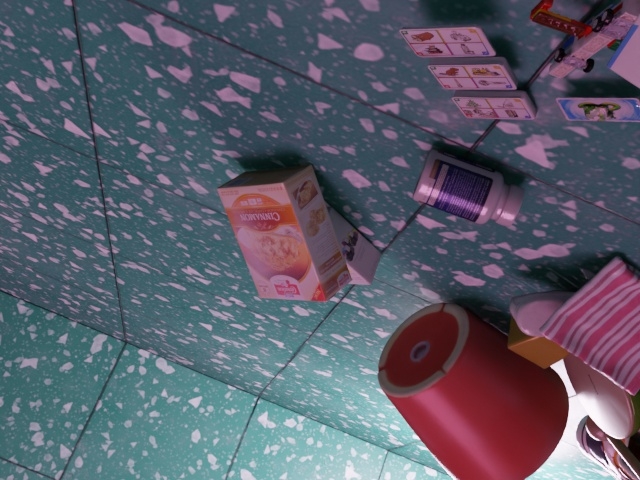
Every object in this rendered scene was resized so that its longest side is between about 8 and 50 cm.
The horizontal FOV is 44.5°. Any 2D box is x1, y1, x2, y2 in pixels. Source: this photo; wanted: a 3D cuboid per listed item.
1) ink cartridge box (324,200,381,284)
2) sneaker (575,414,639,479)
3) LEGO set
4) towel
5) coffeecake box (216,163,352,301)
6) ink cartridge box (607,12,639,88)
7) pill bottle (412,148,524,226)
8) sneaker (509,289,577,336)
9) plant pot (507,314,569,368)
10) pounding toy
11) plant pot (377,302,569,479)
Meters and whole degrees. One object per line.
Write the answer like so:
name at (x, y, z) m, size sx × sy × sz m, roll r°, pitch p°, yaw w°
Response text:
ink cartridge box at (0.000, 0.000, 1.228) m, size 0.104 × 0.061 × 0.181 m, roll -1°, pitch 148°, yaw 43°
sneaker at (0.669, 0.459, 1.580) m, size 0.321 × 0.126 × 0.127 m, roll 32°, pitch 161°, yaw -20°
LEGO set at (0.219, -0.166, 0.707) m, size 0.244 × 0.060 × 0.182 m, roll 8°, pitch 166°, yaw 34°
towel at (0.408, 0.118, 1.050) m, size 0.197 × 0.144 × 0.029 m, roll 32°, pitch -162°, yaw -24°
coffeecake box at (-0.052, -0.009, 1.136) m, size 0.142 × 0.068 × 0.185 m, roll -1°, pitch 116°, yaw 43°
ink cartridge box at (0.279, -0.163, 0.520) m, size 0.090 × 0.143 × 0.092 m, roll 36°, pitch 160°, yaw 12°
pill bottle at (0.175, -0.059, 0.927) m, size 0.120 × 0.067 × 0.067 m, roll 20°, pitch 158°, yaw 3°
sneaker at (0.376, 0.100, 1.120) m, size 0.212 × 0.080 × 0.094 m, roll 8°, pitch -168°, yaw -3°
plant pot at (0.350, 0.137, 1.203) m, size 0.081 × 0.081 × 0.083 m, roll 29°, pitch 146°, yaw -18°
pounding toy at (0.482, 0.228, 1.230) m, size 0.183 × 0.110 × 0.236 m, roll -135°, pitch 25°, yaw -71°
plant pot at (0.246, 0.253, 1.354) m, size 0.243 × 0.274 × 0.275 m, roll 43°, pitch 151°, yaw -24°
